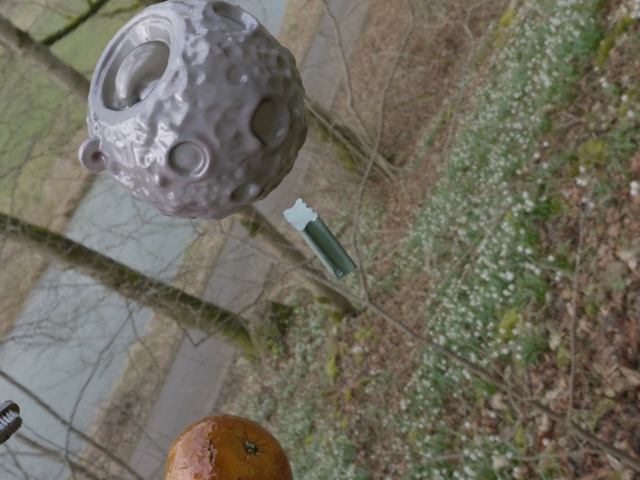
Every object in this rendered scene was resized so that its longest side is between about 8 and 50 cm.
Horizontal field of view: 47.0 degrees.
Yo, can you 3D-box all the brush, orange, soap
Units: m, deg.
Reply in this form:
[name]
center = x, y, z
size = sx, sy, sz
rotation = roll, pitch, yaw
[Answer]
[brush]
center = -0.835, 0.504, 1.732
size = 0.065, 0.070, 0.327
rotation = 23, 41, 26
[orange]
center = -0.194, 0.501, 1.542
size = 0.226, 0.283, 0.284
rotation = -51, 25, 18
[soap]
center = 0.000, 0.000, 1.769
size = 0.063, 0.198, 0.114
rotation = -41, 36, -3

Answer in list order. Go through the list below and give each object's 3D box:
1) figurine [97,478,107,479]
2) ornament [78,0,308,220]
[figurine]
center = -0.506, 0.659, 1.553
size = 0.176, 0.186, 0.287
rotation = -40, 13, 19
[ornament]
center = -0.181, -0.192, 1.134
size = 0.337, 0.337, 0.337
rotation = -38, 29, 25
